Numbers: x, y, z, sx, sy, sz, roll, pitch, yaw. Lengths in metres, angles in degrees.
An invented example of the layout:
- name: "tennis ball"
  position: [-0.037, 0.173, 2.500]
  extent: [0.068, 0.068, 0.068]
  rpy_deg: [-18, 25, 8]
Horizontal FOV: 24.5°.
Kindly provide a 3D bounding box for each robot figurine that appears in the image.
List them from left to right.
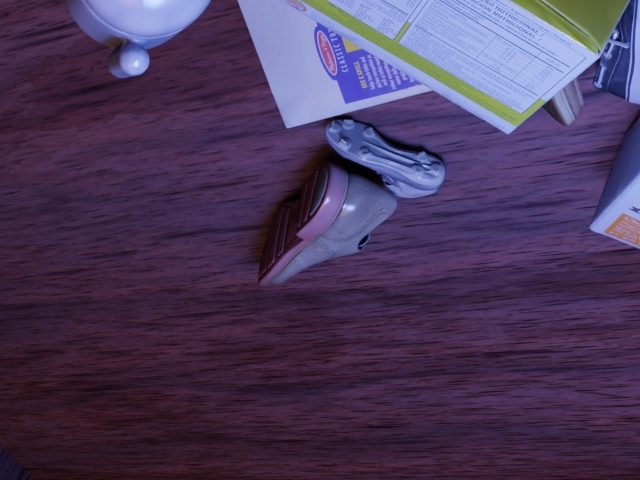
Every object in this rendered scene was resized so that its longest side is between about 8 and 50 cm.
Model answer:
- name: "robot figurine"
  position: [-0.256, -0.379, 2.081]
  extent: [0.199, 0.300, 0.353]
  rpy_deg: [4, 180, -15]

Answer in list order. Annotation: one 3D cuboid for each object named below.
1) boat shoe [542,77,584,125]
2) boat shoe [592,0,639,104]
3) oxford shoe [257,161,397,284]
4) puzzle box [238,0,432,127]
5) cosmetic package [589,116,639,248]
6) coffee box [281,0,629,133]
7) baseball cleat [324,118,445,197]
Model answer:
- name: "boat shoe"
  position: [0.300, -0.306, 1.978]
  extent: [0.341, 0.110, 0.122]
  rpy_deg: [62, 173, -35]
- name: "boat shoe"
  position: [0.405, -0.296, 1.949]
  extent: [0.105, 0.113, 0.306]
  rpy_deg: [17, 158, 16]
- name: "oxford shoe"
  position: [0.000, 0.000, 2.514]
  extent: [0.146, 0.141, 0.397]
  rpy_deg: [17, 157, -16]
- name: "puzzle box"
  position: [0.006, -0.371, 1.981]
  extent: [0.272, 0.052, 0.409]
  rpy_deg: [-12, 108, 28]
- name: "cosmetic package"
  position: [0.530, -0.091, 1.944]
  extent: [0.230, 0.162, 0.453]
  rpy_deg: [22, 167, 4]
- name: "coffee box"
  position: [0.197, -0.379, 1.689]
  extent: [0.338, 0.338, 0.334]
  rpy_deg: [30, 166, -3]
- name: "baseball cleat"
  position: [0.097, -0.122, 2.368]
  extent: [0.205, 0.072, 0.109]
  rpy_deg: [25, 150, 6]
